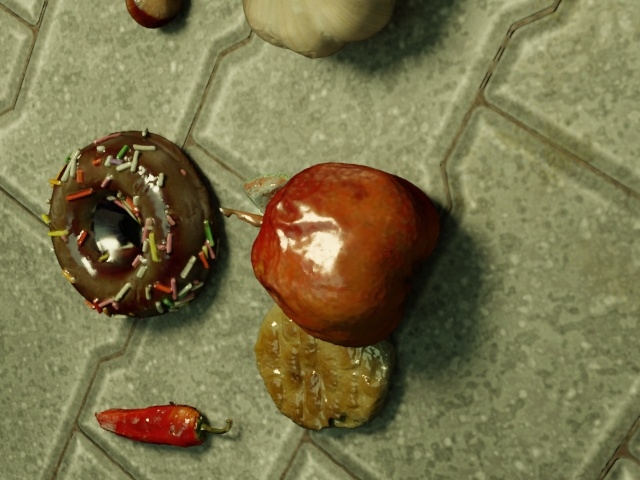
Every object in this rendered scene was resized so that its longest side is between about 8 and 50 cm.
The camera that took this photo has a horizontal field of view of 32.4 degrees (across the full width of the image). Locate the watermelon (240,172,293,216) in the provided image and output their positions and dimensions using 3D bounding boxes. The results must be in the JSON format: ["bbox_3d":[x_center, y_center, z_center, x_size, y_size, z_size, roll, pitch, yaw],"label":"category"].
[{"bbox_3d":[-0.068,-0.044,1.364,0.085,0.061,0.085,0,90,33],"label":"watermelon"}]

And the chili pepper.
[{"bbox_3d":[-0.228,0.257,1.535,0.268,0.050,0.059,-1,114,33],"label":"chili pepper"}]

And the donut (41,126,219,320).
[{"bbox_3d":[-0.257,-0.017,1.468,0.270,0.103,0.269,6,102,30],"label":"donut"}]

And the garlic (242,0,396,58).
[{"bbox_3d":[0.001,-0.309,1.216,0.228,0.152,0.227,5,98,39],"label":"garlic"}]

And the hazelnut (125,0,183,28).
[{"bbox_3d":[-0.216,-0.313,1.403,0.086,0.086,0.086,7,103,31],"label":"hazelnut"}]

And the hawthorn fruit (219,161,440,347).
[{"bbox_3d":[0.000,0.000,1.246,0.243,0.207,0.207,21,111,12],"label":"hawthorn fruit"}]

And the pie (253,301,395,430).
[{"bbox_3d":[0.005,0.153,1.368,0.195,0.046,0.195,6,101,32],"label":"pie"}]
